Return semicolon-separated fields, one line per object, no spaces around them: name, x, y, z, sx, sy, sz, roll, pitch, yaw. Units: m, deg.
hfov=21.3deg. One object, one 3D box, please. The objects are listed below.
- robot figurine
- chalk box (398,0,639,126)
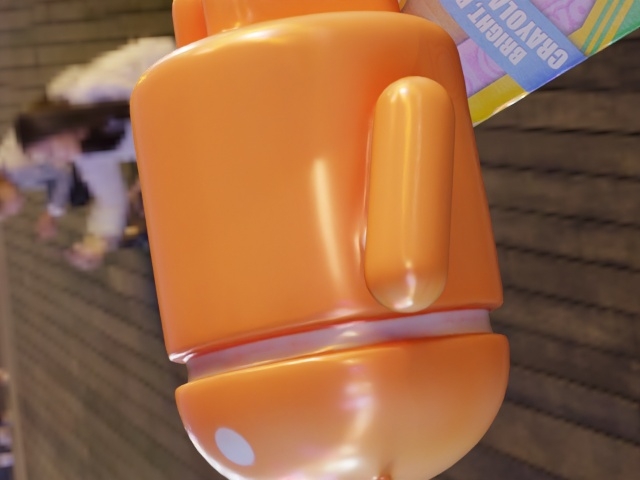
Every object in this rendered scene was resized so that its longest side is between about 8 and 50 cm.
robot figurine;0.000;0.000;0.623;0.158;0.128;0.219;-14;81;32
chalk box;0.059;-0.128;0.715;0.213;0.132;0.132;-31;102;34
